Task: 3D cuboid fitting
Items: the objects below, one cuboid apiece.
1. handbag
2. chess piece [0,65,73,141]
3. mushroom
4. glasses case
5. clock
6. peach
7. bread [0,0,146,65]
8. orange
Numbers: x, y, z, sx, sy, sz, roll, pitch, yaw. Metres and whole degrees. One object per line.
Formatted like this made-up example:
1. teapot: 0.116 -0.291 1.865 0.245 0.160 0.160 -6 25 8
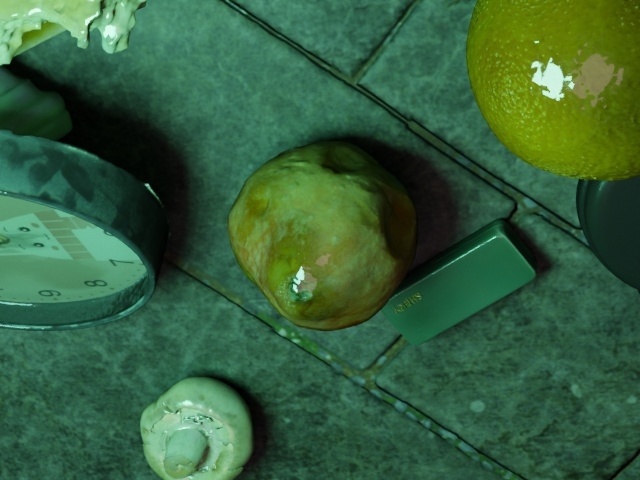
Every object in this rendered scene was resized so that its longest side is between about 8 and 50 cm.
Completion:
1. handbag: 0.438 -0.052 1.757 0.308 0.093 0.253 -18 118 18
2. chess piece: -0.394 -0.212 1.772 0.139 0.139 0.271 -22 105 20
3. mushroom: -0.157 0.246 2.006 0.154 0.122 0.154 7 120 12
4. glasses case: 0.162 0.051 1.888 0.184 0.039 0.078 -32 112 24
5. clock: -0.362 -0.003 1.798 0.386 0.076 0.386 3 153 2
6. peach: 0.000 0.000 1.771 0.214 0.235 0.214 3 111 7
7. bread: -0.227 -0.331 1.542 0.424 0.329 0.245 -30 113 25
8. orange: 0.276 -0.195 1.595 0.274 0.274 0.274 4 121 6
